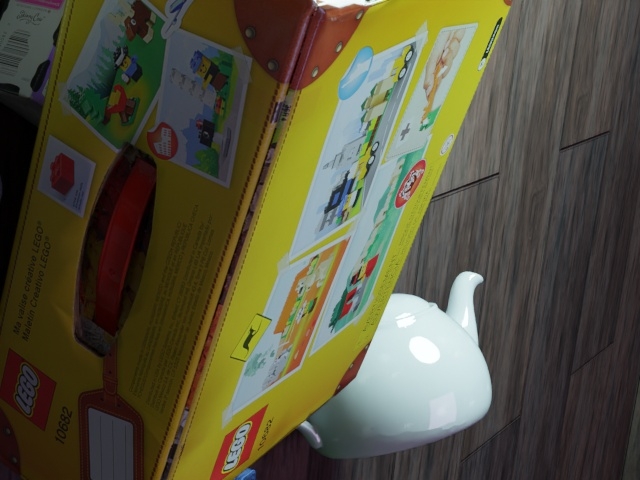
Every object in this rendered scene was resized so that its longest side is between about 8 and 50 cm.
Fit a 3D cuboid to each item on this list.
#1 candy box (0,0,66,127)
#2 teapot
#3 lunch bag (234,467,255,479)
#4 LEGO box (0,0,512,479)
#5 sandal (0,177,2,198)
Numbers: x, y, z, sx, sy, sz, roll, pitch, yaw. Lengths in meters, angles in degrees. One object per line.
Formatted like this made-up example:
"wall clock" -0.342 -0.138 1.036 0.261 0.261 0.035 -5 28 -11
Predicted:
"candy box" -0.181 -0.179 1.049 0.165 0.070 0.196 38 71 -59
"teapot" 0.074 0.146 1.515 0.256 0.252 0.187 -23 99 -73
"lunch bag" -0.118 0.294 1.388 0.067 0.065 0.098 4 99 -76
"LEGO box" -0.057 -0.044 1.051 0.372 0.193 0.500 -30 147 -54
"sandal" -0.259 -0.090 0.731 0.097 0.054 0.254 -45 149 -33
